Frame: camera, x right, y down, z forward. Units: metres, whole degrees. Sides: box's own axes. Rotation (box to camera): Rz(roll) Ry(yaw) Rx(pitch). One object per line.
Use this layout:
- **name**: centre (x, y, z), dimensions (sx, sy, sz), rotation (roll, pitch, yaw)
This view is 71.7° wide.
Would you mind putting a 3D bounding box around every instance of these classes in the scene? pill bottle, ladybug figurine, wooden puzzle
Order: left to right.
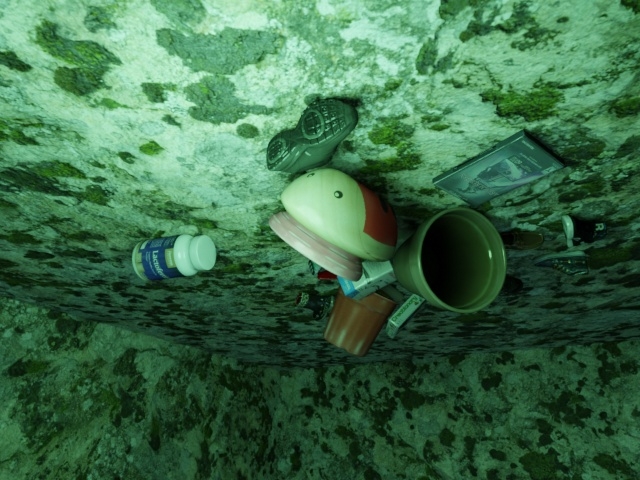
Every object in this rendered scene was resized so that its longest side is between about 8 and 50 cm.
- **pill bottle**: centre (-0.522, 0.058, 1.591), dimensions (0.265, 0.153, 0.153), rotation (-8, 152, 17)
- **ladybug figurine**: centre (0.077, -0.074, 1.193), dimensions (0.305, 0.161, 0.449), rotation (36, -173, 26)
- **wooden puzzle**: centre (0.247, 0.264, 2.098), dimensions (0.239, 0.044, 0.221), rotation (-13, 150, 27)

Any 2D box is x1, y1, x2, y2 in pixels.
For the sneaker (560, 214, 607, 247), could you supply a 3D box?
- **sneaker**: centre (0.844, -0.044, 1.412), dimensions (0.121, 0.079, 0.217), rotation (-16, 157, 26)

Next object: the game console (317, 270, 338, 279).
- **game console**: centre (0.061, 0.144, 1.813), dimensions (0.144, 0.085, 0.124), rotation (1, 152, 2)

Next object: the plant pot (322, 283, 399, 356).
- **plant pot**: centre (0.154, 0.326, 1.860), dimensions (0.273, 0.264, 0.272), rotation (25, 179, 1)

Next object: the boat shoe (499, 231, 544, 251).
- **boat shoe**: centre (0.670, 0.001, 1.516), dimensions (0.178, 0.064, 0.060), rotation (-4, 155, 17)

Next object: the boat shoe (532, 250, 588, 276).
- **boat shoe**: centre (0.905, 0.095, 1.673), dimensions (0.184, 0.083, 0.065), rotation (-11, 151, 24)

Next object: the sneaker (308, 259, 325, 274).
- **sneaker**: centre (0.021, 0.061, 1.684), dimensions (0.098, 0.083, 0.223), rotation (-14, 163, -19)

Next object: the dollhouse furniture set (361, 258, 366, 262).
- **dollhouse furniture set**: centre (0.136, 0.075, 1.698), dimensions (0.076, 0.058, 0.151), rotation (1, 154, 2)

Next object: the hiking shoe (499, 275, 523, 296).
- **hiking shoe**: centre (0.739, 0.180, 1.853), dimensions (0.227, 0.086, 0.114), rotation (0, 157, 4)

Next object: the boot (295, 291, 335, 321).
- **boot**: centre (-0.046, 0.323, 2.190), dimensions (0.179, 0.085, 0.236), rotation (13, 145, -18)

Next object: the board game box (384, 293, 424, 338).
- **board game box**: centre (0.397, 0.271, 1.871), dimensions (0.053, 0.305, 0.193), rotation (42, 162, 20)

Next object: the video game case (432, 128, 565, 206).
- **video game case**: centre (0.473, -0.182, 1.195), dimensions (0.196, 0.026, 0.274), rotation (20, 148, -33)

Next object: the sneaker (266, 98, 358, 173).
- **sneaker**: centre (-0.007, -0.236, 1.046), dimensions (0.130, 0.108, 0.287), rotation (11, 161, -39)

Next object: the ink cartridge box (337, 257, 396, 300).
- **ink cartridge box**: centre (0.187, 0.134, 1.655), dimensions (0.203, 0.085, 0.148), rotation (-30, 155, 15)

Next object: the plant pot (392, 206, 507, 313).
- **plant pot**: centre (0.387, 0.076, 1.456), dimensions (0.324, 0.322, 0.280), rotation (11, 168, -18)

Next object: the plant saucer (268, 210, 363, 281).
- **plant saucer**: centre (0.000, 0.000, 1.354), dimensions (0.332, 0.084, 0.332), rotation (32, -173, -5)
